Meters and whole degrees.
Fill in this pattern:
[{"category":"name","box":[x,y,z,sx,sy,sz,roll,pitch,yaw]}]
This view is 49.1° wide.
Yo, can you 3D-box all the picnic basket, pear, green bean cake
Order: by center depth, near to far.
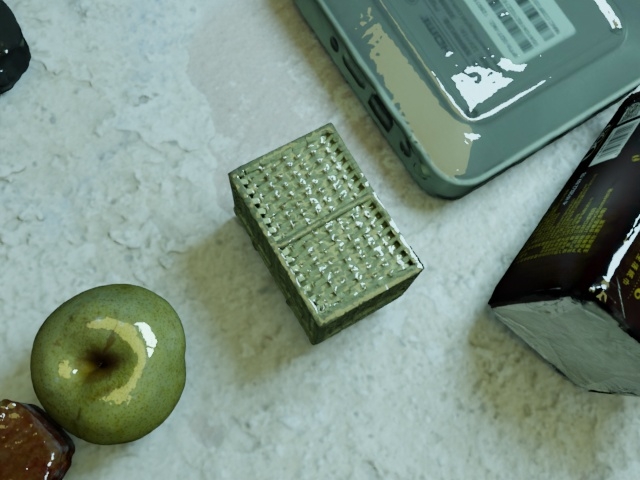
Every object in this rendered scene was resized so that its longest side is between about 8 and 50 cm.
[{"category":"green bean cake","box":[-0.341,0.260,0.651,0.097,0.198,0.233,42,70,3]},{"category":"pear","box":[-0.218,0.130,0.737,0.167,0.136,0.167,1,77,-5]},{"category":"picnic basket","box":[0.000,0.000,0.795,0.134,0.154,0.196,-30,76,-10]}]

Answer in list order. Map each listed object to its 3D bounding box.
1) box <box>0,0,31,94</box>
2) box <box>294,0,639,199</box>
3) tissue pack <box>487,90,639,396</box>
[{"category":"box","box":[-0.568,-0.254,0.819,0.359,0.091,0.350,-36,81,-15]},{"category":"box","box":[0.208,-0.299,0.931,0.396,0.111,0.396,-32,82,-14]},{"category":"tissue pack","box":[0.388,-0.020,0.817,0.198,0.210,0.370,40,73,-5]}]
